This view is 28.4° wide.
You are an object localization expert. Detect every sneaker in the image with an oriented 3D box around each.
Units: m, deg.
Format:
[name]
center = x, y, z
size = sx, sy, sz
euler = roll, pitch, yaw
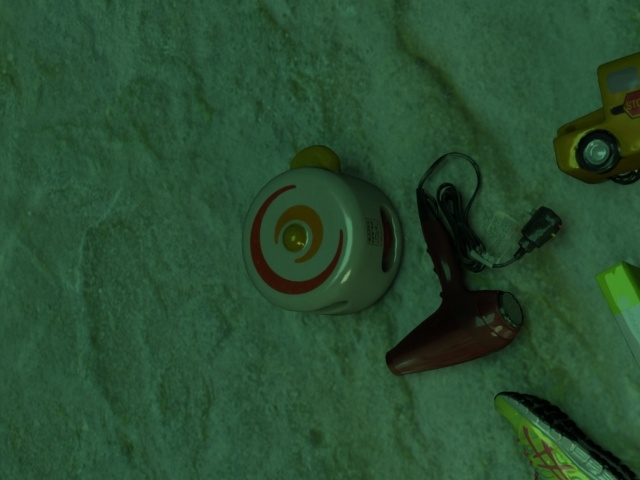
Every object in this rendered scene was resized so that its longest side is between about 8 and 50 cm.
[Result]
[sneaker]
center = 0.278, 0.264, 1.513
size = 0.208, 0.081, 0.094
euler = 42, 109, 28

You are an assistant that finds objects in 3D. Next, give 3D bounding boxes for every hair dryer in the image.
[hair dryer]
center = 0.177, 0.053, 1.619
size = 0.223, 0.080, 0.293
euler = 34, 98, 46

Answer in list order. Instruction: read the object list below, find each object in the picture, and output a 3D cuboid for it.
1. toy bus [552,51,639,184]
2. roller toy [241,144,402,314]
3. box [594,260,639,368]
[toy bus]
center = 0.432, -0.162, 1.443
size = 0.332, 0.108, 0.130
euler = -16, 76, 30
[roller toy]
center = 0.000, 0.000, 1.674
size = 0.191, 0.146, 0.209
euler = 44, 107, 27
[box]
center = 0.382, 0.114, 1.445
size = 0.042, 0.109, 0.178
euler = -30, 70, 22
